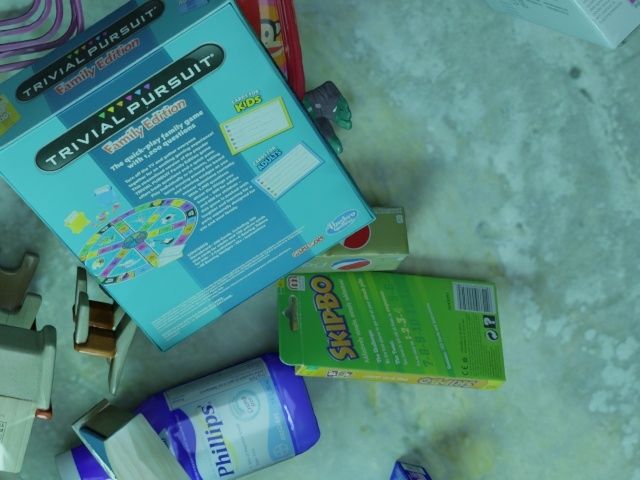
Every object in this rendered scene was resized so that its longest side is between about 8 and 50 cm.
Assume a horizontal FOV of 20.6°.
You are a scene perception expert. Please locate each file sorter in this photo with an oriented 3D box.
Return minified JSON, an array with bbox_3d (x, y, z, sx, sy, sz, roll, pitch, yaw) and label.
[{"bbox_3d":[-0.336,-0.267,1.636,0.182,0.290,0.202,-12,108,-14],"label":"file sorter"}]

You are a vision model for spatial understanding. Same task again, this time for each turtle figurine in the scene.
[{"bbox_3d":[-0.088,-0.088,1.830,0.234,0.175,0.118,-23,92,-16],"label":"turtle figurine"}]

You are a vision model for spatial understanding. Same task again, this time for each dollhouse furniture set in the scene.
[{"bbox_3d":[-0.322,0.109,1.757,0.262,0.259,0.135,12,107,-14],"label":"dollhouse furniture set"},{"bbox_3d":[-0.247,0.346,1.745,0.303,0.198,0.286,-38,99,-13],"label":"dollhouse furniture set"}]

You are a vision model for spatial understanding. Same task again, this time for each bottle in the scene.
[{"bbox_3d":[-0.146,0.217,1.922,0.282,0.092,0.118,-19,103,-9],"label":"bottle"}]

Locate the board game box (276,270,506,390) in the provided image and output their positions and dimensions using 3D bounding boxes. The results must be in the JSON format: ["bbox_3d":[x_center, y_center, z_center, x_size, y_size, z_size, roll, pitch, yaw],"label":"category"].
[{"bbox_3d":[0.075,0.095,1.941,0.259,0.039,0.124,7,60,-18],"label":"board game box"}]

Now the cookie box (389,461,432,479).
[{"bbox_3d":[0.096,0.321,2.017,0.040,0.092,0.107,16,101,-15],"label":"cookie box"}]

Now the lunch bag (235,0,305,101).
[{"bbox_3d":[-0.099,-0.268,1.712,0.120,0.258,0.293,-13,108,-11],"label":"lunch bag"}]

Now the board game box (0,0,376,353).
[{"bbox_3d":[-0.129,-0.070,1.634,0.253,0.079,0.336,-32,138,3],"label":"board game box"}]

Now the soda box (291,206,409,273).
[{"bbox_3d":[0.000,0.000,1.907,0.181,0.061,0.058,-2,73,-15],"label":"soda box"}]

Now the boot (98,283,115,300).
[{"bbox_3d":[-0.178,0.060,1.903,0.087,0.042,0.118,-37,110,4],"label":"boot"}]

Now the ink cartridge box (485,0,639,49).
[{"bbox_3d":[0.149,-0.342,1.722,0.071,0.324,0.330,-43,112,-1],"label":"ink cartridge box"}]
